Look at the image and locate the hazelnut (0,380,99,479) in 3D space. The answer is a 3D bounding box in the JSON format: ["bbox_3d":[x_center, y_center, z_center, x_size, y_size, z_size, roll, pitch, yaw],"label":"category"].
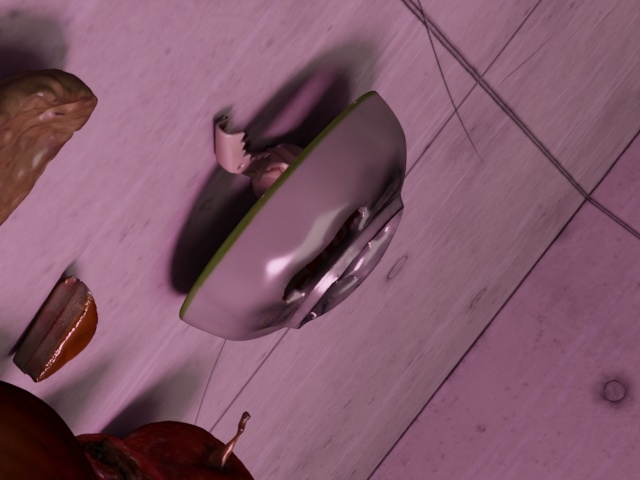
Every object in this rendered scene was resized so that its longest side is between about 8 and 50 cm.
[{"bbox_3d":[-0.280,0.229,1.399,0.208,0.208,0.208,-46,164,-18],"label":"hazelnut"}]

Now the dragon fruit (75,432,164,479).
[{"bbox_3d":[-0.272,0.316,1.631,0.282,0.211,0.147,-17,-177,21],"label":"dragon fruit"}]

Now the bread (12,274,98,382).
[{"bbox_3d":[-0.237,0.080,1.492,0.109,0.043,0.062,-57,161,14],"label":"bread"}]

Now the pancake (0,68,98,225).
[{"bbox_3d":[-0.264,-0.038,1.153,0.242,0.050,0.242,-42,170,-9],"label":"pancake"}]

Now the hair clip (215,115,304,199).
[{"bbox_3d":[-0.073,-0.078,1.613,0.072,0.034,0.226,-53,164,8],"label":"hair clip"}]

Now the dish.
[{"bbox_3d":[0.000,0.000,1.712,0.324,0.124,0.324,-49,176,-5],"label":"dish"}]

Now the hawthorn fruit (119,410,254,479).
[{"bbox_3d":[-0.160,0.307,1.870,0.271,0.242,0.242,-53,164,6],"label":"hawthorn fruit"}]
